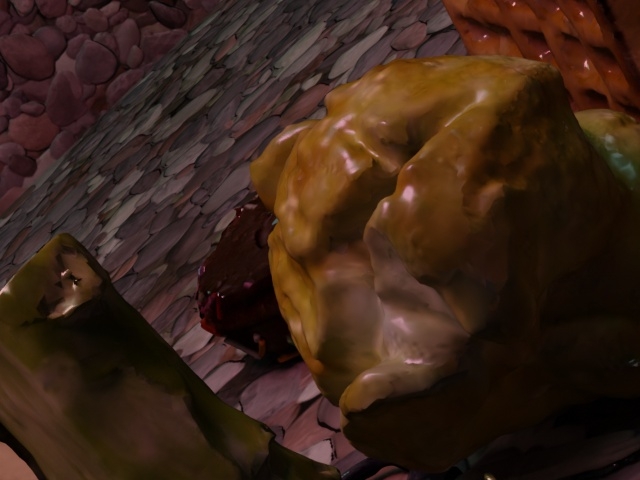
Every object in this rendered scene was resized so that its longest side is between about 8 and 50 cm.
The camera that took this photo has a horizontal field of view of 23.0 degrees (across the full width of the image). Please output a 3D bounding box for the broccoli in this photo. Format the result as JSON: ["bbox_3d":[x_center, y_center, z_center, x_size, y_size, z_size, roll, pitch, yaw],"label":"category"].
[{"bbox_3d":[-0.004,0.140,0.768,0.252,0.361,0.221,-27,-1,-10],"label":"broccoli"}]

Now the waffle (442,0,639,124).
[{"bbox_3d":[0.200,-0.145,1.162,0.098,0.224,0.328,-31,19,-8],"label":"waffle"}]

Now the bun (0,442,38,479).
[{"bbox_3d":[-0.141,0.239,0.858,0.202,0.364,0.364,-25,25,38],"label":"bun"}]

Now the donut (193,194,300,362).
[{"bbox_3d":[0.000,0.000,1.441,0.270,0.103,0.269,-39,17,14],"label":"donut"}]

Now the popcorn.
[{"bbox_3d":[0.100,0.005,0.972,0.276,0.276,0.225,-36,50,20],"label":"popcorn"}]

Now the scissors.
[{"bbox_3d":[0.097,0.160,1.022,0.300,0.022,0.109,-24,30,41],"label":"scissors"}]
